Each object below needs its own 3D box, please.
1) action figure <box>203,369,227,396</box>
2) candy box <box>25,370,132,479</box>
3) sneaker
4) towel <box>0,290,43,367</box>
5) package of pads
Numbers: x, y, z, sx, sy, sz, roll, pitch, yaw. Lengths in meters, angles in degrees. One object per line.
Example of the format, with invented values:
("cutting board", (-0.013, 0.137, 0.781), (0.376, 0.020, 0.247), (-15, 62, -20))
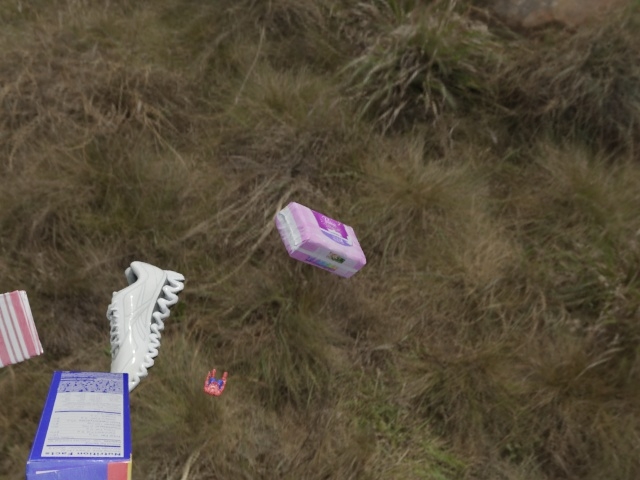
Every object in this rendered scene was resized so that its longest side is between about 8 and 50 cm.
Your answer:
("action figure", (-0.198, 0.268, 1.260), (0.038, 0.115, 0.030), (20, 96, -4))
("candy box", (-0.314, 0.347, 0.887), (0.122, 0.317, 0.268), (3, 97, -16))
("sneaker", (-0.360, 0.166, 1.277), (0.118, 0.110, 0.292), (32, 45, -23))
("towel", (-0.682, 0.195, 1.365), (0.197, 0.029, 0.144), (-17, 87, -10))
("package of pads", (0.000, 0.000, 0.613), (0.083, 0.032, 0.050), (22, 36, -43))
